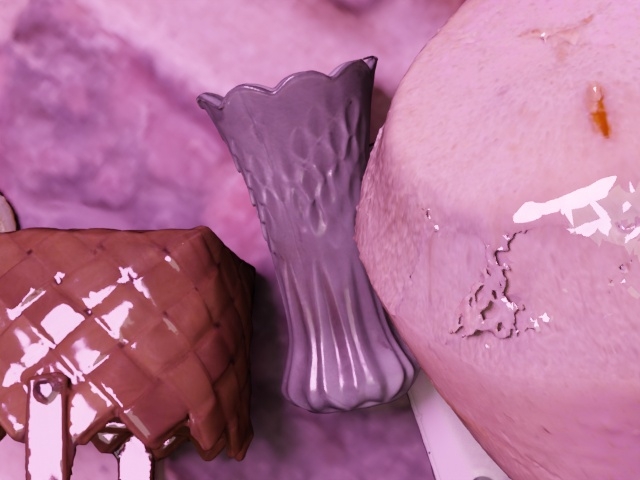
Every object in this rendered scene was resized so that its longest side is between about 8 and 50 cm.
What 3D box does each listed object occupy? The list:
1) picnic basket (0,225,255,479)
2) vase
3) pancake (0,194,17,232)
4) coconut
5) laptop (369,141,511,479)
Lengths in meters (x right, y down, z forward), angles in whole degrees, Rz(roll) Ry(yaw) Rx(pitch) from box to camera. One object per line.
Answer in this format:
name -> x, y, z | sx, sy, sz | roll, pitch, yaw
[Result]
picnic basket -> -0.101, 0.085, 0.660 | 0.138, 0.128, 0.178 | 0, 83, 13
vase -> 0.000, 0.000, 0.655 | 0.081, 0.081, 0.148 | -10, 98, 12
pancake -> -0.197, 0.011, 0.734 | 0.108, 0.017, 0.108 | 0, 90, 8
coconut -> 0.136, 0.003, 0.554 | 0.224, 0.224, 0.234 | -35, 124, 11
laptop -> 0.156, 0.009, 0.663 | 0.269, 0.015, 0.187 | -18, 89, 12
